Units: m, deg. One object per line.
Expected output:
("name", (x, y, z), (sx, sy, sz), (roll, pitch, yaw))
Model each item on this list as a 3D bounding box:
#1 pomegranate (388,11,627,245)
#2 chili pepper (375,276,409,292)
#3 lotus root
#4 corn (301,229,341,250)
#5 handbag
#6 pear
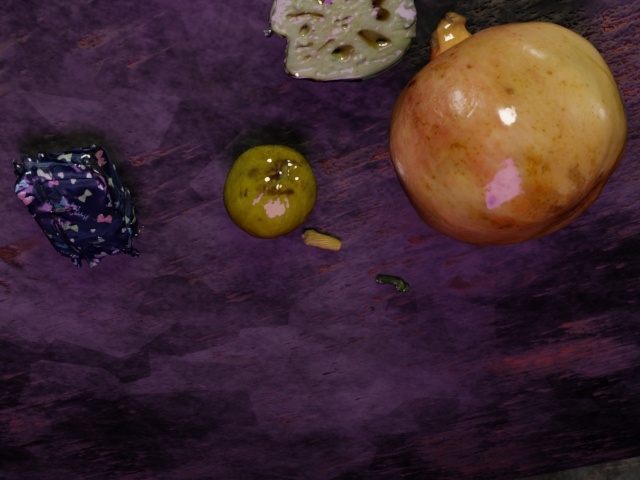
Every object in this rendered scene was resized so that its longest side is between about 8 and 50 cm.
("pomegranate", (0.239, -0.158, 1.239), (0.338, 0.338, 0.338), (-1, 146, -1))
("chili pepper", (0.149, 0.087, 1.833), (0.083, 0.022, 0.027), (19, 108, -26))
("lotus root", (0.023, -0.300, 1.205), (0.203, 0.078, 0.183), (3, 133, -20))
("corn", (0.000, 0.000, 1.690), (0.083, 0.028, 0.027), (15, 137, -29))
("handbag", (-0.397, -0.058, 1.512), (0.162, 0.113, 0.260), (-11, 145, 5))
("pear", (-0.081, -0.078, 1.465), (0.149, 0.149, 0.162), (10, 148, -17))
